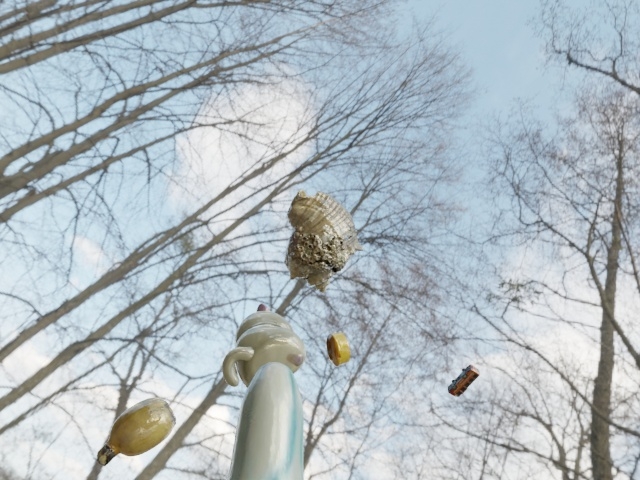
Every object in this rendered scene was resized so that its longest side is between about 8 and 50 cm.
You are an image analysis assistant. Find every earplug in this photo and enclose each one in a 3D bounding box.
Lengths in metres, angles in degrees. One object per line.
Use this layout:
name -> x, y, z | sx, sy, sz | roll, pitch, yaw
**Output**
earplug -> -0.106, 0.415, 1.052 | 0.184, 0.324, 0.185 | 2, -38, 1

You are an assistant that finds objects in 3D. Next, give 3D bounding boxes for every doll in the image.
doll -> -0.170, 0.347, 1.558 | 0.225, 0.370, 0.215 | 22, -87, -4

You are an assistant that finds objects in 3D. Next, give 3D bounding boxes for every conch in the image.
conch -> 0.000, 0.000, 1.116 | 0.163, 0.178, 0.245 | 5, -69, 59

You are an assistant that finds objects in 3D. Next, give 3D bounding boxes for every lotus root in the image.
lotus root -> -0.702, 0.727, 1.860 | 0.182, 0.310, 0.183 | 34, -40, 35

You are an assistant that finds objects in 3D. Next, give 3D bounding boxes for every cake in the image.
cake -> 0.043, 0.272, 1.230 | 0.044, 0.084, 0.084 | -8, -46, -15

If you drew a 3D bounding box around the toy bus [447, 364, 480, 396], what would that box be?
toy bus -> 0.420, 0.412, 1.438 | 0.043, 0.031, 0.110 | 31, -64, -3
